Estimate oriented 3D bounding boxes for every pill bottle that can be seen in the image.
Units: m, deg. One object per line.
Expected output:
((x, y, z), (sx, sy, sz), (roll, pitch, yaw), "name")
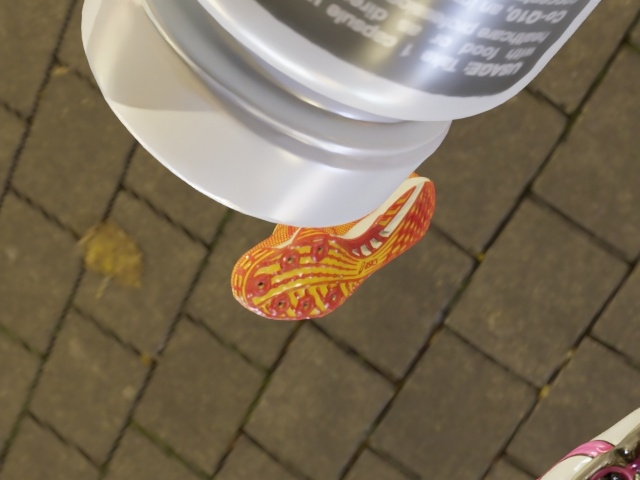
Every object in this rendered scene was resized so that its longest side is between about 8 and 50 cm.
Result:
((0.040, -0.142, 0.522), (0.161, 0.161, 0.283), (42, 129, 2), "pill bottle")

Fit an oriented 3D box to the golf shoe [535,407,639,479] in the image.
((0.104, 0.133, 0.760), (0.067, 0.086, 0.186), (37, 103, -26), "golf shoe")

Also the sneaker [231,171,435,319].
((0.000, 0.000, 1.025), (0.067, 0.175, 0.064), (21, 122, 32), "sneaker")
